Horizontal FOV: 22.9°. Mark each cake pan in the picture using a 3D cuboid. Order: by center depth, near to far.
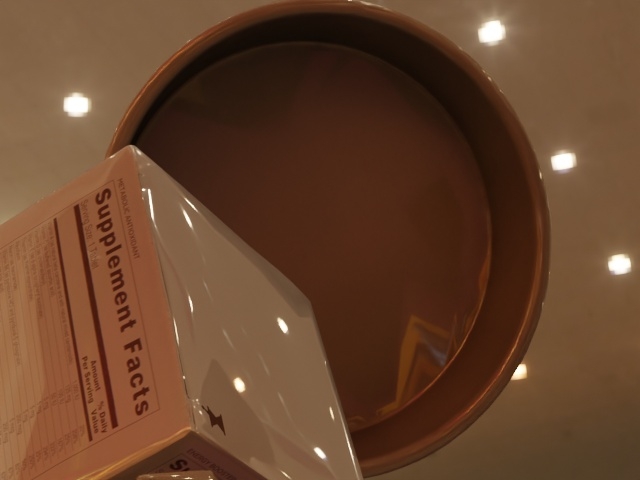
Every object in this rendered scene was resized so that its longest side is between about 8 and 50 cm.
[{"bbox_3d":[0.000,0.000,0.975,0.293,0.293,0.054,7,-4,-18],"label":"cake pan"}]

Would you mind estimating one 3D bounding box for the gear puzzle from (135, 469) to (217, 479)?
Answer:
[{"bbox_3d":[-0.168,0.150,0.431,0.339,0.044,0.175,0,-59,-23],"label":"gear puzzle"}]

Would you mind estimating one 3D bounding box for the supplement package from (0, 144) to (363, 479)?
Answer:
[{"bbox_3d":[-0.121,0.101,0.611,0.244,0.139,0.134,-30,-41,15],"label":"supplement package"}]
